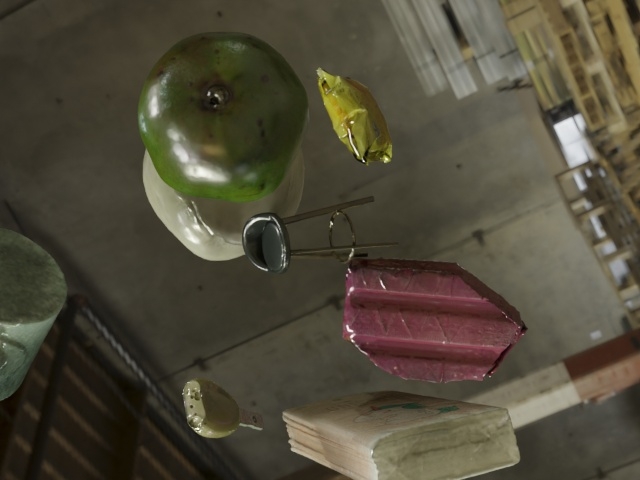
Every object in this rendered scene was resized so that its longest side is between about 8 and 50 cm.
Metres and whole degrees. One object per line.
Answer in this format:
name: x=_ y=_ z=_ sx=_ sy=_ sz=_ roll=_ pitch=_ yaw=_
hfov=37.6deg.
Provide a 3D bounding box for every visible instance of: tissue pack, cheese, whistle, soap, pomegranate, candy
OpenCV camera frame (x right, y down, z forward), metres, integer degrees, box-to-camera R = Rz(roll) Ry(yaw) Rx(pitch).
tissue pack: x=0.082 y=0.231 z=1.126 sx=0.325 sy=0.170 sz=0.071 roll=166 pitch=94 yaw=-70
cheese: x=-0.150 y=0.282 z=1.534 sx=0.192 sy=0.037 sz=0.097 roll=31 pitch=-142 yaw=-54
whistle: x=-0.497 y=0.050 z=1.298 sx=0.188 sy=0.168 sz=0.405 roll=1 pitch=-138 yaw=-46
soap: x=0.179 y=0.126 z=1.489 sx=0.112 sy=0.289 sz=0.182 roll=-64 pitch=-23 yaw=-77
pomegranate: x=-0.102 y=-0.122 z=1.022 sx=0.225 sy=0.187 sz=0.187 roll=89 pitch=159 yaw=-76
candy: x=-0.157 y=-0.117 z=1.528 sx=0.185 sy=0.295 sz=0.295 roll=17 pitch=143 yaw=57

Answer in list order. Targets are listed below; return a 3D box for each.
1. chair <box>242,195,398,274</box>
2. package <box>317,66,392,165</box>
chair: x=-0.001 y=0.000 z=1.428 sx=0.095 sy=0.221 sz=0.104 roll=-142 pitch=51 yaw=-60
package: x=0.073 y=-0.255 z=1.943 sx=0.226 sy=0.090 sz=0.168 roll=62 pitch=-158 yaw=7
